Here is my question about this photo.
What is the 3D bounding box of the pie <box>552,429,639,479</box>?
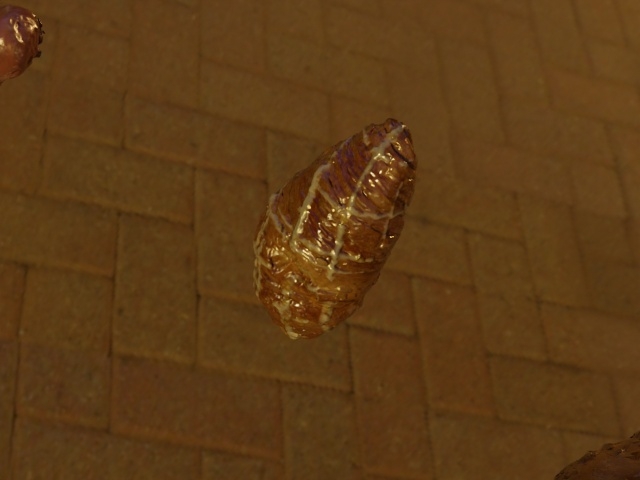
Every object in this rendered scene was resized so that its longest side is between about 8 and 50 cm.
[{"bbox_3d":[0.304,0.211,0.900,0.273,0.273,0.069,-27,106,-40],"label":"pie"}]

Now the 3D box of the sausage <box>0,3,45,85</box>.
[{"bbox_3d":[-0.407,-0.176,1.123,0.079,0.327,0.087,9,80,-60],"label":"sausage"}]

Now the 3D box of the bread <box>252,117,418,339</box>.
[{"bbox_3d":[0.000,0.000,0.861,0.105,0.233,0.076,40,40,13],"label":"bread"}]
